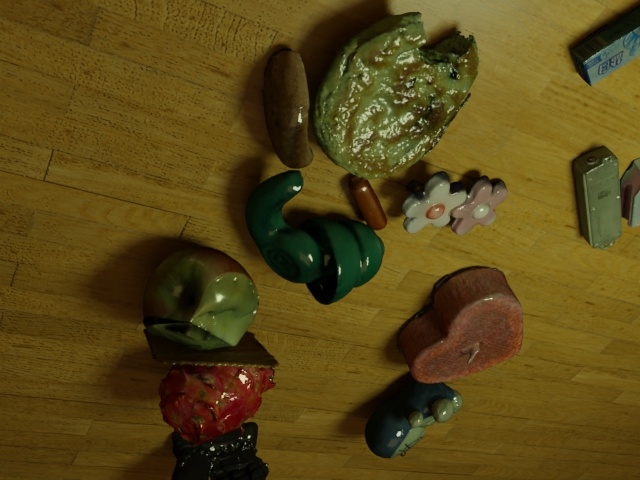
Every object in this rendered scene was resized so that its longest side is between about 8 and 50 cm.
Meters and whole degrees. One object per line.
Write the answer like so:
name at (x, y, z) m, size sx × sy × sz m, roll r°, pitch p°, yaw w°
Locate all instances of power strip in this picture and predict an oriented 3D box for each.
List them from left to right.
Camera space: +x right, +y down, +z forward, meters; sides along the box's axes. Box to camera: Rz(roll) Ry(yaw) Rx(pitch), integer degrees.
power strip at (0.585, -0.084, 1.375) m, size 0.078 × 0.052 × 0.272 m, roll -25°, pitch 134°, yaw 5°

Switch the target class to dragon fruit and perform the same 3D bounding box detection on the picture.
dragon fruit at (-0.211, 0.304, 1.380) m, size 0.268 × 0.210 × 0.205 m, roll -7°, pitch 130°, yaw -41°

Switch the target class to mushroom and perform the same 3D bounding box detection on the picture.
mushroom at (-0.050, -0.194, 1.052) m, size 0.072 × 0.094 × 0.210 m, roll -14°, pitch 138°, yaw -9°

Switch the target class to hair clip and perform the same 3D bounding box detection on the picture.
hair clip at (0.257, -0.071, 1.274) m, size 0.256 × 0.075 × 0.146 m, roll 6°, pitch 124°, yaw -28°

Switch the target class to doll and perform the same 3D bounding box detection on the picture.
doll at (0.225, 0.453, 1.665) m, size 0.258 × 0.154 × 0.228 m, roll -51°, pitch 164°, yaw 14°

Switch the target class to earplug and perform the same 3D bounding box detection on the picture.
earplug at (-0.003, -0.006, 1.214) m, size 0.280 × 0.164 × 0.258 m, roll -4°, pitch 101°, yaw -29°

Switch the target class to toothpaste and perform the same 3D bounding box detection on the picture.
toothpaste at (0.563, -0.369, 1.109) m, size 0.272 × 0.053 × 0.066 m, roll -32°, pitch 132°, yaw 11°

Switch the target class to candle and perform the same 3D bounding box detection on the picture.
candle at (0.352, 0.223, 1.527) m, size 0.287 × 0.131 × 0.317 m, roll 19°, pitch 124°, yaw -34°

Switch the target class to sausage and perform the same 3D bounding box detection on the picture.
sausage at (0.089, -0.071, 1.235) m, size 0.039 × 0.041 × 0.131 m, roll -11°, pitch 137°, yaw 22°

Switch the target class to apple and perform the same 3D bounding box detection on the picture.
apple at (-0.221, 0.109, 1.213) m, size 0.207 × 0.174 × 0.188 m, roll -37°, pitch 158°, yaw 9°

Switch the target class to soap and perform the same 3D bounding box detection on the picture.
soap at (0.690, -0.109, 1.383) m, size 0.100 × 0.056 × 0.149 m, roll -21°, pitch 134°, yaw -2°

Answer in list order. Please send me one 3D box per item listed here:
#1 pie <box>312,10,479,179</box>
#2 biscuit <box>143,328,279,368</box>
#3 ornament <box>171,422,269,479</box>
pie at (0.120, -0.227, 1.071) m, size 0.302 × 0.067 × 0.303 m, roll -18°, pitch 138°, yaw -17°
biscuit at (-0.219, 0.203, 1.276) m, size 0.236 × 0.232 × 0.013 m, roll 8°, pitch 97°, yaw -22°
ornament at (-0.244, 0.587, 1.577) m, size 0.251 × 0.261 × 0.106 m, roll -5°, pitch 138°, yaw -15°
